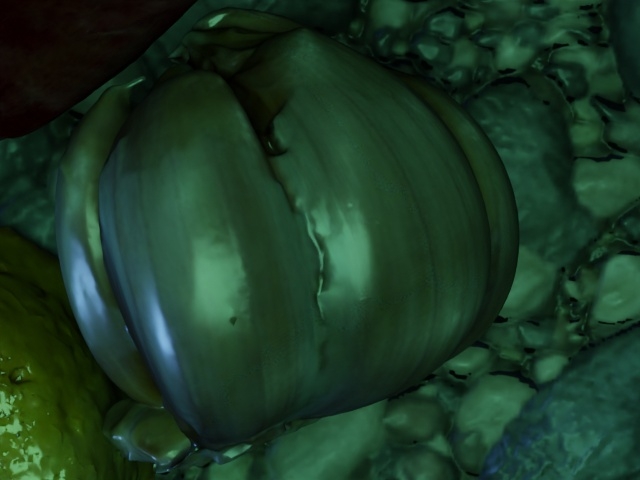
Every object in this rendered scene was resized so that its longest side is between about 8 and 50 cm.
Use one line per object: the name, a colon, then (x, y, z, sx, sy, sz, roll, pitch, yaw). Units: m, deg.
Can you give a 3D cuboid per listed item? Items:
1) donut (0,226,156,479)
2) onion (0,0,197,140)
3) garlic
donut: (-0.214, 0.113, 0.867, 0.277, 0.108, 0.277, -1, 104, -4)
onion: (-0.184, -0.176, 0.714, 0.347, 0.285, 0.347, -1, 114, -2)
garlic: (0.000, 0.000, 0.805, 0.214, 0.160, 0.191, -10, 110, -19)
